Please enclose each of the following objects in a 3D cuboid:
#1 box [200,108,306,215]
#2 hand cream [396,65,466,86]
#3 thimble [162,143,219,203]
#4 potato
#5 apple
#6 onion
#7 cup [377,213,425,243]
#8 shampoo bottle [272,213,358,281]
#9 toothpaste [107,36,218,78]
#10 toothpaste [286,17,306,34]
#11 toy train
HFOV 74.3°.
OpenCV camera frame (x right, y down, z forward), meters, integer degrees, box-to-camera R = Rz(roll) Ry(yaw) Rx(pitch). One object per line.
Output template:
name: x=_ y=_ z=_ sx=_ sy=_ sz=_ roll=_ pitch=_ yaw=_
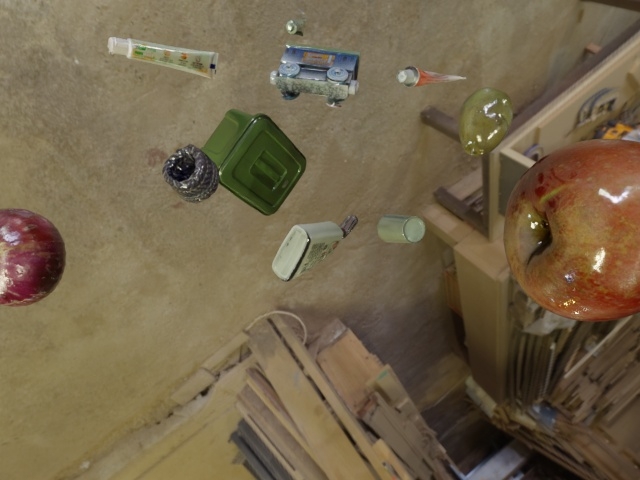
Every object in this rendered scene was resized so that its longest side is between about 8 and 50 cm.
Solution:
box: x=-0.223 y=-0.256 z=1.386 sx=0.253 sy=0.178 sz=0.328 roll=-56 pitch=146 yaw=-4
hand cream: x=0.220 y=-0.326 z=0.844 sx=0.216 sy=0.052 sz=0.038 roll=-22 pitch=150 yaw=-44
thimble: x=-0.247 y=-0.124 z=0.804 sx=0.095 sy=0.104 sz=0.066 roll=-24 pitch=146 yaw=13
potato: x=0.570 y=-0.409 z=1.481 sx=0.159 sy=0.174 sz=0.251 roll=24 pitch=80 yaw=-29
apple: x=0.514 y=-0.021 z=0.784 sx=0.277 sy=0.348 sz=0.348 roll=2 pitch=129 yaw=-4
onion: x=-0.857 y=0.052 z=1.220 sx=0.272 sy=0.230 sz=0.256 roll=-39 pitch=157 yaw=-60
cup: x=0.152 y=-0.013 z=0.767 sx=0.054 sy=0.083 sz=0.075 roll=-41 pitch=107 yaw=-15
shampoo bottle: x=0.000 y=0.000 z=1.053 sx=0.284 sy=0.071 sz=0.153 roll=-28 pitch=152 yaw=-57
toothpaste: x=-0.442 y=-0.536 z=1.226 sx=0.314 sy=0.056 sz=0.058 roll=-7 pitch=165 yaw=-42
toothpaste: x=-0.059 y=-0.555 z=1.097 sx=0.029 sy=0.197 sz=0.048 roll=17 pitch=118 yaw=1
toy train: x=-0.010 y=-0.569 z=1.433 sx=0.299 sy=0.202 sz=0.131 roll=11 pitch=146 yaw=6
